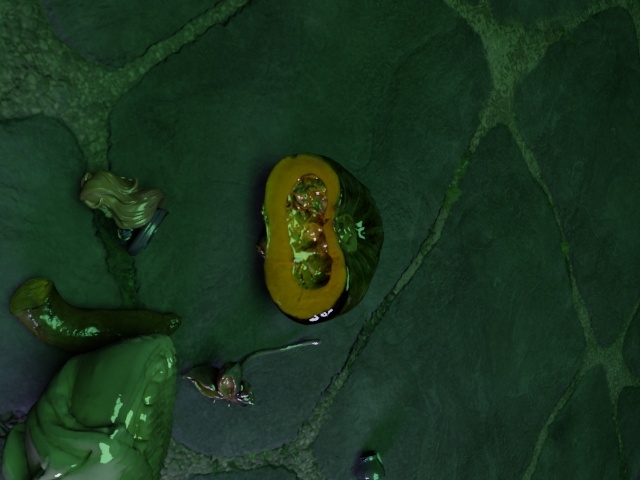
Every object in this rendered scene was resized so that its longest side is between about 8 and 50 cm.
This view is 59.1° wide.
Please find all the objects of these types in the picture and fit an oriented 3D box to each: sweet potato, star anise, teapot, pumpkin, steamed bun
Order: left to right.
[{"bbox_3d":[-0.355,0.311,0.854,0.219,0.310,0.325,8,127,0],"label":"steamed bun"},{"bbox_3d":[-0.365,0.135,0.946,0.285,0.085,0.112,14,80,-35],"label":"sweet potato"},{"bbox_3d":[-0.125,0.229,1.120,0.218,0.148,0.227,27,44,0],"label":"star anise"},{"bbox_3d":[0.000,0.000,1.145,0.232,0.241,0.325,5,85,-64],"label":"pumpkin"},{"bbox_3d":[0.121,0.529,1.328,0.088,0.066,0.057,7,70,-57],"label":"teapot"}]

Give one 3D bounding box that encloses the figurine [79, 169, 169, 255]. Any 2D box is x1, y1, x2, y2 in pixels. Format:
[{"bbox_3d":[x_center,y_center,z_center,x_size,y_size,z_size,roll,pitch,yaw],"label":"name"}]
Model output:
[{"bbox_3d":[-0.324,-0.062,0.949,0.157,0.114,0.126,55,29,-19],"label":"figurine"}]
